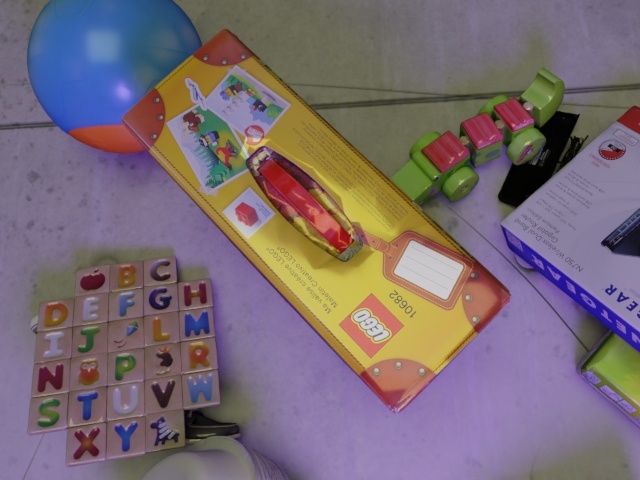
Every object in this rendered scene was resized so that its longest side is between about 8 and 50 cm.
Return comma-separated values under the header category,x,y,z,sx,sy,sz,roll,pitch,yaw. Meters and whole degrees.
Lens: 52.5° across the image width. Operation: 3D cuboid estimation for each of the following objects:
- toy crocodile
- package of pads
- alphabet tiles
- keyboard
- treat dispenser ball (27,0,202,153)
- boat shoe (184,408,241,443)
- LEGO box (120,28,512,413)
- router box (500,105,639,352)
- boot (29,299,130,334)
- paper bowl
category,x,y,z,sx,sy,sz,roll,pitch,yaw
toy crocodile,0.260,-0.164,1.088,0.340,0.105,0.115,-30,64,-2
package of pads,0.571,0.167,0.977,0.229,0.101,0.296,42,84,16
alphabet tiles,-0.309,0.175,1.033,0.285,0.011,0.342,-8,54,-6
keyboard,0.389,-0.134,1.119,0.100,0.038,0.192,22,79,35
treat dispenser ball,-0.339,-0.293,1.099,0.288,0.288,0.288,-2,75,6
boat shoe,-0.228,0.289,1.046,0.206,0.075,0.065,0,78,11
LEGO box,0.000,0.000,0.943,0.193,0.372,0.500,-43,75,-5
router box,0.500,-0.012,0.969,0.301,0.082,0.335,-41,50,-3
boot,-0.399,0.159,1.100,0.190,0.069,0.086,-11,69,3
paper bowl,-0.178,0.410,0.893,0.284,0.148,0.284,-30,36,25
